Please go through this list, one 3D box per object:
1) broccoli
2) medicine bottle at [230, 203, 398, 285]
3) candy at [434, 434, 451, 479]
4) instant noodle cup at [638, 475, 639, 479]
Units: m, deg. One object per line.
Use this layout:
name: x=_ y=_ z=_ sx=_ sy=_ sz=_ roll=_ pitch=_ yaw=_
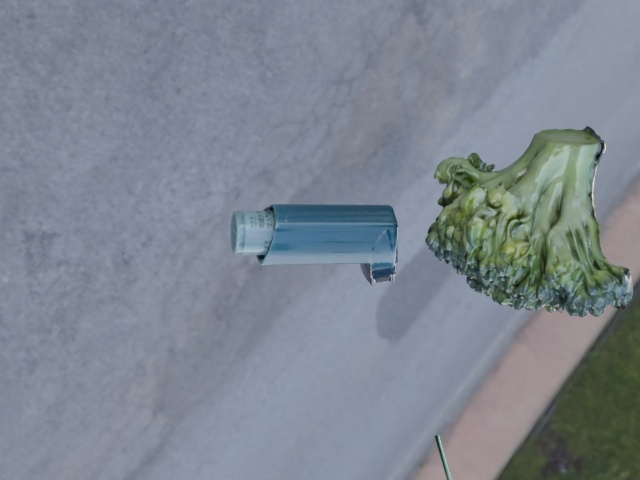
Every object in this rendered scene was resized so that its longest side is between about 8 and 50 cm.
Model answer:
broccoli: x=0.270 y=-0.032 z=1.093 sx=0.248 sy=0.288 sz=0.246 roll=-15 pitch=121 yaw=-64
medicine bottle: x=0.000 y=0.000 z=1.229 sx=0.258 sy=0.079 sz=0.124 roll=1 pitch=142 yaw=-17
candy: x=0.218 y=0.419 z=1.430 sx=0.058 sy=0.194 sz=0.062 roll=-26 pitch=155 yaw=25
instant noodle cup: x=0.630 y=0.386 z=1.211 sx=0.214 sy=0.296 sz=0.296 roll=39 pitch=80 yaw=-22
